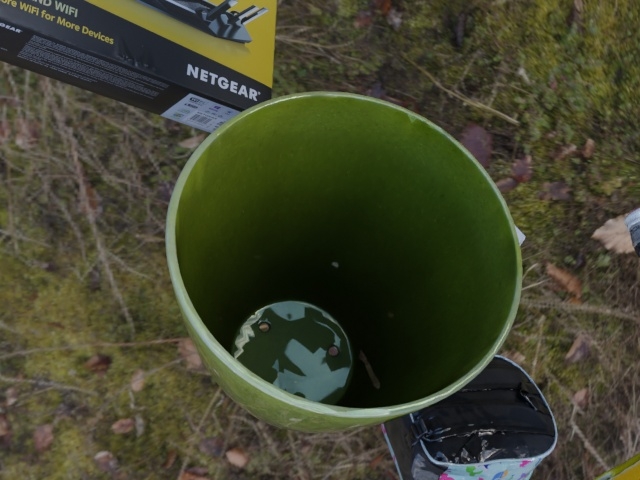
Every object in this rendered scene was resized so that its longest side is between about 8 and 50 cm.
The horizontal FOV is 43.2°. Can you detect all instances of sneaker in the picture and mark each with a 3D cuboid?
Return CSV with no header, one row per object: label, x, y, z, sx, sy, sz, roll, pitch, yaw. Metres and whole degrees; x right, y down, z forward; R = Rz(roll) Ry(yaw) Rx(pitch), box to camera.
sneaker,0.490,0.019,1.113,0.063,0.170,0.075,-38,35,49

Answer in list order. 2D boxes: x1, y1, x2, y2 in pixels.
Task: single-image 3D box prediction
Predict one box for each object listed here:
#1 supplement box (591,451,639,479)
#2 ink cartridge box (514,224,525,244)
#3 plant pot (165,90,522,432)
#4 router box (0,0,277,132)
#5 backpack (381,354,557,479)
supplement box,0.322,0.201,0.336,0.356,0.195,0.194,61,140,26
ink cartridge box,0.229,-0.051,1.596,0.121,0.211,0.289,-54,34,-4
plant pot,-0.006,0.064,0.735,0.275,0.275,0.293,48,153,13
router box,-0.190,-0.267,0.837,0.081,0.309,0.243,-21,62,49
backpack,0.226,0.290,1.259,0.225,0.253,0.191,-111,25,-43
